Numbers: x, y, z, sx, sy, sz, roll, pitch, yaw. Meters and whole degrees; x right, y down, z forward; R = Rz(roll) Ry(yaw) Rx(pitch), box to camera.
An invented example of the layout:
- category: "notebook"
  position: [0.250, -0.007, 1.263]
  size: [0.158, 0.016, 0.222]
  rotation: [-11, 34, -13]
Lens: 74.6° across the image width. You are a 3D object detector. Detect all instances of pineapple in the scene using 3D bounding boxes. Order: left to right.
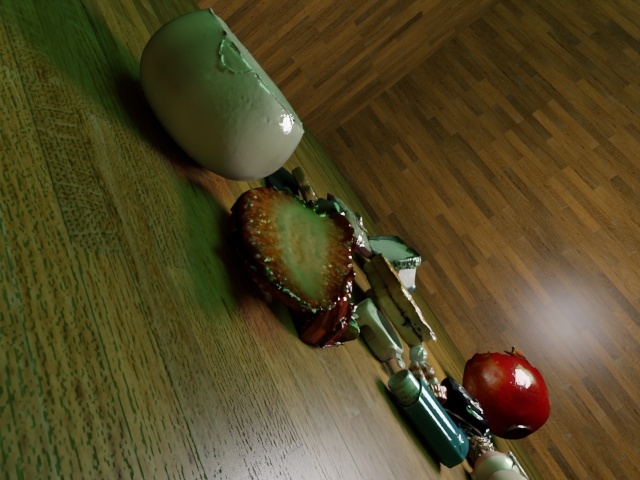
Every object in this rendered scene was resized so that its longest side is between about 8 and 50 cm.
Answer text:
- category: "pineapple"
  position: [0.493, 0.634, 1.310]
  size: [0.103, 0.083, 0.221]
  rotation: [54, 10, 15]

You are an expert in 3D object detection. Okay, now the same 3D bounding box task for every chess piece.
- category: "chess piece"
  position: [0.184, 0.200, 1.419]
  size: [0.084, 0.038, 0.084]
  rotation: [53, 11, -15]

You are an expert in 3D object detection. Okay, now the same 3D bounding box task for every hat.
- category: "hat"
  position: [0.268, 0.359, 1.113]
  size: [0.112, 0.093, 0.163]
  rotation: [40, 26, -45]

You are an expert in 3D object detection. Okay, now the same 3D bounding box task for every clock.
- category: "clock"
  position: [0.159, 0.250, 1.111]
  size: [0.191, 0.062, 0.151]
  rotation: [55, 10, 1]

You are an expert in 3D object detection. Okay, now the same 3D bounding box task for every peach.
- category: "peach"
  position: [0.802, 0.677, 1.816]
  size: [0.406, 0.334, 0.310]
  rotation: [52, 32, -31]

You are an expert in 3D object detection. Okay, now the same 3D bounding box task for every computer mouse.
- category: "computer mouse"
  position: [0.436, 0.528, 1.321]
  size: [0.137, 0.096, 0.233]
  rotation: [35, 8, 0]

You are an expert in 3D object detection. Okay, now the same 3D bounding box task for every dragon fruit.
- category: "dragon fruit"
  position: [0.009, 0.163, 0.812]
  size: [0.192, 0.122, 0.093]
  rotation: [41, 56, -59]

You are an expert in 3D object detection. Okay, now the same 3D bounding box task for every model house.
- category: "model house"
  position: [0.292, 0.153, 1.777]
  size: [0.271, 0.190, 0.301]
  rotation: [-126, -152, -65]

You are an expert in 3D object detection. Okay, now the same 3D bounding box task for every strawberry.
- category: "strawberry"
  position: [-0.061, 0.032, 0.719]
  size: [0.233, 0.138, 0.307]
  rotation: [20, 35, -10]

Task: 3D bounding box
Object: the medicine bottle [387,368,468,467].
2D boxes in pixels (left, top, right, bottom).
- category: "medicine bottle"
  position: [0.256, 0.415, 0.989]
  size: [0.258, 0.079, 0.124]
  rotation: [53, 17, -5]

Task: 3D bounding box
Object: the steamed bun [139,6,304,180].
- category: "steamed bun"
  position: [-0.188, -0.255, 0.799]
  size: [0.324, 0.206, 0.324]
  rotation: [51, 9, -12]

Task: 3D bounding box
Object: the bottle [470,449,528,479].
- category: "bottle"
  position: [0.473, 0.641, 1.067]
  size: [0.148, 0.147, 0.236]
  rotation: [51, 7, -16]

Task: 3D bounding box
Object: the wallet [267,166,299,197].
- category: "wallet"
  position: [-0.113, -0.172, 1.283]
  size: [0.146, 0.030, 0.285]
  rotation: [43, 16, -29]

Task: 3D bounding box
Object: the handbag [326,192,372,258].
- category: "handbag"
  position: [0.108, -0.053, 1.614]
  size: [0.235, 0.127, 0.213]
  rotation: [43, 14, -53]

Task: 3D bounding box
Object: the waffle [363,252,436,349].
- category: "waffle"
  position: [0.230, 0.179, 1.286]
  size: [0.213, 0.091, 0.308]
  rotation: [55, 8, -16]

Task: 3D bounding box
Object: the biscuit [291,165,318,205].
- category: "biscuit"
  position: [-0.015, -0.108, 1.367]
  size: [0.184, 0.047, 0.320]
  rotation: [66, 5, 23]
